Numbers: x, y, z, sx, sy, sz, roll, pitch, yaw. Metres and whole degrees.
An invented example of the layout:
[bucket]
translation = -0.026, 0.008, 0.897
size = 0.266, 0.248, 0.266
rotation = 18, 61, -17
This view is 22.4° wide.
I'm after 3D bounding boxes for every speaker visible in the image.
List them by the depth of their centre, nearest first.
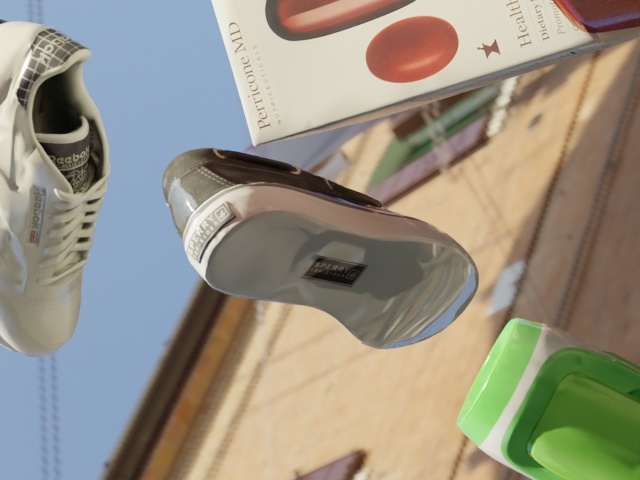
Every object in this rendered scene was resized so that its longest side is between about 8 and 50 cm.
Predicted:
[speaker]
translation = 0.272, 0.181, 1.379
size = 0.296, 0.131, 0.131
rotation = 28, -129, 2

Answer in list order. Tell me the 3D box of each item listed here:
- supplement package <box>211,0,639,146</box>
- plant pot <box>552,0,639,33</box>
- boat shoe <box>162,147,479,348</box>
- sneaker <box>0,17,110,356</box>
[supplement package]
translation = 0.054, -0.174, 0.865
size = 0.149, 0.203, 0.194
rotation = -22, -85, -59
[plant pot]
translation = 0.155, -0.255, 0.560
size = 0.236, 0.267, 0.267
rotation = 25, -112, -47
[boat shoe]
translation = 0.000, 0.000, 0.871
size = 0.228, 0.080, 0.076
rotation = 13, -148, -49
[sneaker]
translation = -0.178, -0.024, 1.020
size = 0.090, 0.095, 0.235
rotation = -41, -44, -48
